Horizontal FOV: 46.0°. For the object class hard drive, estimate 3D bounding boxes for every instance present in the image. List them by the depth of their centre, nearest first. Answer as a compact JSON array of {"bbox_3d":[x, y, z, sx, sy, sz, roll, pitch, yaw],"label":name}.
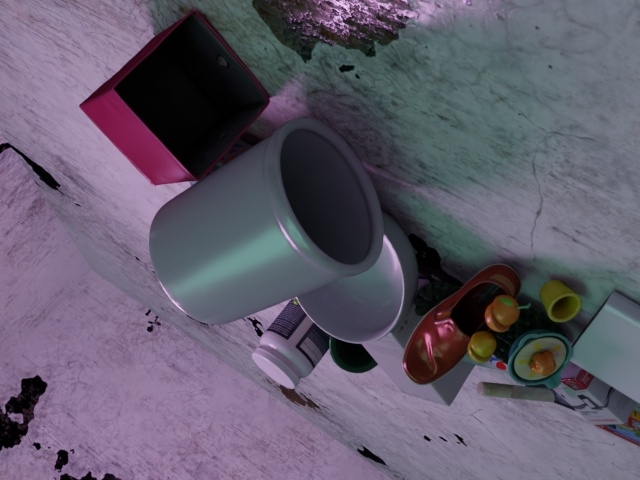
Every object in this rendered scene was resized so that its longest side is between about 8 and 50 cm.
[{"bbox_3d":[0.662,0.256,1.417,0.353,0.047,0.233,32,149,16],"label":"hard drive"},{"bbox_3d":[0.556,0.361,1.831,0.135,0.022,0.094,16,148,43],"label":"hard drive"}]

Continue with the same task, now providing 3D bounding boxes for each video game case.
[{"bbox_3d":[0.694,0.377,1.650,0.204,0.025,0.285,22,151,35],"label":"video game case"}]

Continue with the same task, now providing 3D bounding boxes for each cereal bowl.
[{"bbox_3d":[0.090,0.059,1.749,0.338,0.141,0.339,17,117,35],"label":"cereal bowl"}]

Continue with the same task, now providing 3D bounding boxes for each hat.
[{"bbox_3d":[0.105,0.301,2.312,0.183,0.172,0.209,-111,15,-77],"label":"hat"}]

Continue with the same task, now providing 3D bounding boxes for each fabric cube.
[{"bbox_3d":[-0.317,-0.295,1.637,0.254,0.259,0.258,48,158,-22],"label":"fabric cube"}]

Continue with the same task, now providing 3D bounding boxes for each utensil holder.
[{"bbox_3d":[-0.119,-0.025,1.559,0.385,0.328,0.328,-24,118,33],"label":"utensil holder"}]

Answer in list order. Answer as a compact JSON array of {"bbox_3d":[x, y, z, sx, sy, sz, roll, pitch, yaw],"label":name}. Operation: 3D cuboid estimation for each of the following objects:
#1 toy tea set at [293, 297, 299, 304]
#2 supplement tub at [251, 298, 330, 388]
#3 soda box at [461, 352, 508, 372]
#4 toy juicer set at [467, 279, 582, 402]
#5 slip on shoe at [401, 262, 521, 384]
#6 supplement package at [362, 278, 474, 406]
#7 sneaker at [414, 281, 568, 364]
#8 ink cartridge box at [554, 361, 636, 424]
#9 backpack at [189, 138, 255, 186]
[{"bbox_3d":[0.037,0.158,2.107,0.200,0.124,0.336,44,157,-12],"label":"toy tea set"},{"bbox_3d":[-0.065,0.300,2.334,0.191,0.272,0.191,33,156,16],"label":"supplement tub"},{"bbox_3d":[0.413,0.259,1.791,0.216,0.074,0.069,3,138,55],"label":"soda box"},{"bbox_3d":[0.399,0.239,1.503,0.089,0.209,0.329,-110,14,-55],"label":"toy juicer set"},{"bbox_3d":[0.282,0.180,1.560,0.123,0.101,0.331,44,113,6],"label":"slip on shoe"},{"bbox_3d":[0.238,0.250,1.907,0.177,0.175,0.293,5,139,51],"label":"supplement package"},{"bbox_3d":[0.383,0.173,1.660,0.343,0.134,0.146,25,-169,15],"label":"sneaker"},{"bbox_3d":[0.578,0.325,1.614,0.150,0.063,0.109,42,157,-5],"label":"ink cartridge box"},{"bbox_3d":[-0.190,-0.137,1.845,0.253,0.191,0.225,22,151,25],"label":"backpack"}]
